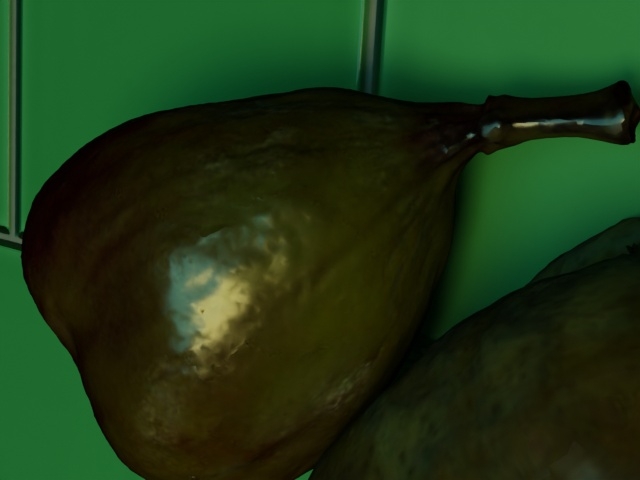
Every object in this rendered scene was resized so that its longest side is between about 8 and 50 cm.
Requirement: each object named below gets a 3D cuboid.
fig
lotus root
[{"bbox_3d":[-0.001,0.001,0.502,0.274,0.146,0.170,-28,78,27],"label":"fig"},{"bbox_3d":[0.123,0.123,0.411,0.267,0.149,0.260,44,122,21],"label":"lotus root"}]
